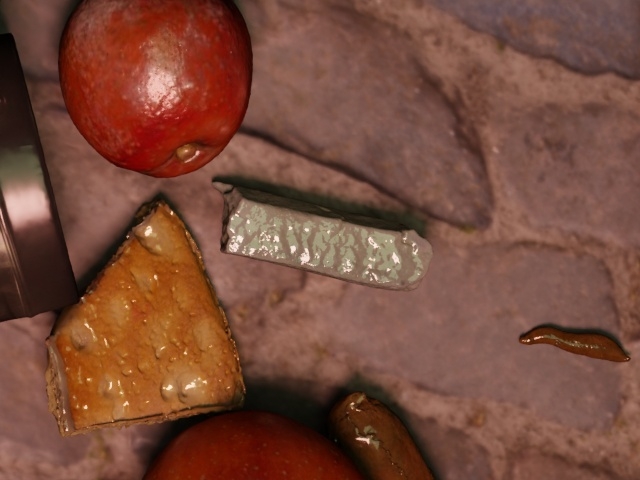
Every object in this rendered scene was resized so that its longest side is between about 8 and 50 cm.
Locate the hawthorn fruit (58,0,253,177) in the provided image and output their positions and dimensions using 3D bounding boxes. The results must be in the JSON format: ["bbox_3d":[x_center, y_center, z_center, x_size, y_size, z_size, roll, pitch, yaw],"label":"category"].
[{"bbox_3d":[-0.136,-0.138,1.362,0.172,0.173,0.173,-2,98,-14],"label":"hawthorn fruit"}]

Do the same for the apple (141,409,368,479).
[{"bbox_3d":[-0.050,0.253,1.426,0.210,0.173,0.235,-26,117,6],"label":"apple"}]

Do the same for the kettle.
[{"bbox_3d":[-0.386,-0.057,1.301,0.324,0.228,0.321,-15,74,-9],"label":"kettle"}]

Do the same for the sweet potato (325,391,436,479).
[{"bbox_3d":[0.091,0.248,1.515,0.075,0.075,0.273,-38,107,-6],"label":"sweet potato"}]

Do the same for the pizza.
[{"bbox_3d":[-0.170,0.072,1.430,0.188,0.080,0.204,-12,90,-35],"label":"pizza"}]

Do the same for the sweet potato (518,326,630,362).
[{"bbox_3d":[0.244,0.097,1.557,0.115,0.026,0.026,13,94,-13],"label":"sweet potato"}]

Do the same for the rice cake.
[{"bbox_3d":[0.001,0.000,1.461,0.206,0.069,0.063,12,94,-16],"label":"rice cake"}]
